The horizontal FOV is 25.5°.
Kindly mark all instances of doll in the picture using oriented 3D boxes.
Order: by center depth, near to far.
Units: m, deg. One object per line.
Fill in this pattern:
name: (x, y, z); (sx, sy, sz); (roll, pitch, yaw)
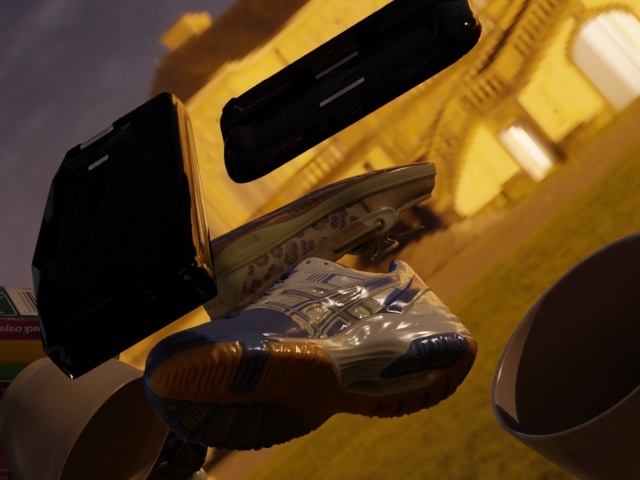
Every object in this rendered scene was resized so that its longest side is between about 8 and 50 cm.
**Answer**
doll: (-0.189, 0.265, 1.708); (0.129, 0.046, 0.189); (-42, -33, -3)

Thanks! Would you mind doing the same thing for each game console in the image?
game console: (-0.048, -0.061, 0.974); (0.361, 0.044, 0.213); (-30, 37, 13)

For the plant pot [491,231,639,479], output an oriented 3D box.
plant pot: (0.354, 0.173, 1.391); (0.256, 0.274, 0.256); (-41, 20, 18)

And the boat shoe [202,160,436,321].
boat shoe: (0.000, 0.000, 1.400); (0.285, 0.089, 0.104); (-25, 6, -21)

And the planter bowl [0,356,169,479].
planter bowl: (-0.228, 0.171, 1.288); (0.162, 0.109, 0.162); (-47, -29, -35)

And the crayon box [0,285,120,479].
crayon box: (-0.409, 0.208, 1.478); (0.363, 0.106, 0.313); (3, -72, -27)

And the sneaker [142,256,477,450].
sneaker: (-0.021, 0.080, 1.118); (0.297, 0.131, 0.112); (-1, -46, -38)
